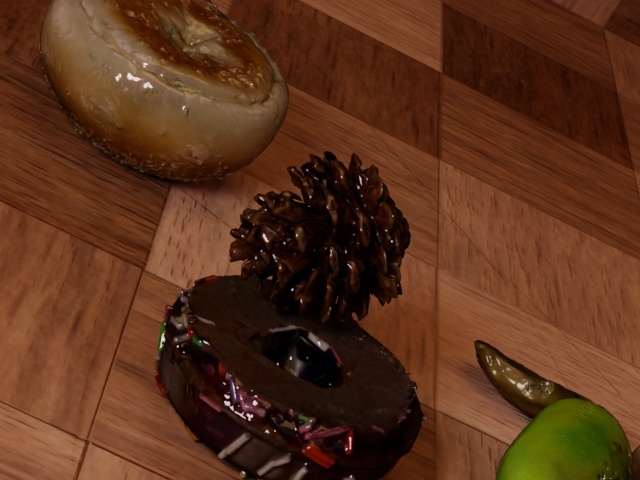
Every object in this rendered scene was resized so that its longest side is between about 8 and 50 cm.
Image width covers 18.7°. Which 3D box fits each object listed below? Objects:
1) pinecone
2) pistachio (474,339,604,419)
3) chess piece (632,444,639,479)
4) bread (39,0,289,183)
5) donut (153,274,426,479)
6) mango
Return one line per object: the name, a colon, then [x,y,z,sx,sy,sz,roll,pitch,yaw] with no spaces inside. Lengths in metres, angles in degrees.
pinecone: [0.000,0.000,1.796,0.174,0.173,0.173,25,24,-12]
pistachio: [0.232,0.166,2.090,0.173,0.049,0.089,28,-1,1]
chess piece: [0.395,0.279,2.017,0.170,0.094,0.094,49,29,22]
bread: [-0.178,-0.177,2.167,0.305,0.158,0.305,21,27,-12]
donut: [-0.032,0.135,1.792,0.270,0.103,0.269,22,25,-11]
mango: [0.238,0.232,1.895,0.125,0.111,0.233,29,25,9]
